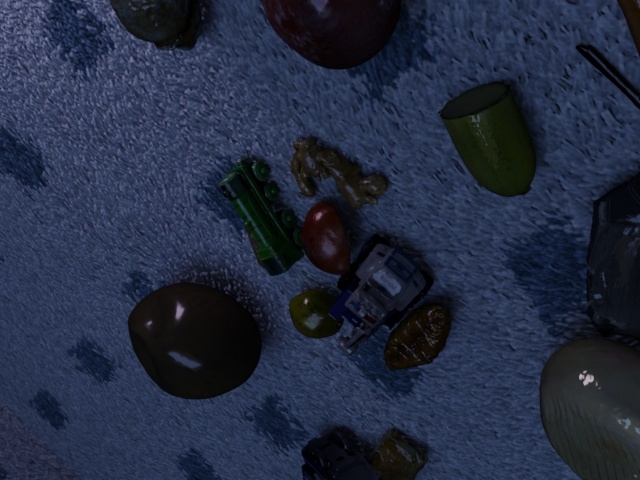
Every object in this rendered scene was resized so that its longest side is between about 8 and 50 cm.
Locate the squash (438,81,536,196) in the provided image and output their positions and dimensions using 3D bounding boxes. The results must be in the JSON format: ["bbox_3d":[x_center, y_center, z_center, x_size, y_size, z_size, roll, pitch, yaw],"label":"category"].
[{"bbox_3d":[0.285,-0.153,1.092,0.123,0.123,0.187,-17,115,39],"label":"squash"}]

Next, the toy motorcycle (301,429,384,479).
[{"bbox_3d":[0.077,0.617,1.673,0.358,0.125,0.213,26,129,53],"label":"toy motorcycle"}]

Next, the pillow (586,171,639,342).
[{"bbox_3d":[0.514,0.035,1.088,0.161,0.092,0.335,7,124,25],"label":"pillow"}]

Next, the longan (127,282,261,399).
[{"bbox_3d":[-0.305,0.235,1.637,0.350,0.288,0.289,18,129,36],"label":"longan"}]

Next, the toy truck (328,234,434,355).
[{"bbox_3d":[0.103,0.114,1.347,0.161,0.177,0.213,40,134,4],"label":"toy truck"}]

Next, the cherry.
[{"bbox_3d":[0.017,-0.383,1.034,0.236,0.285,0.213,35,98,-12],"label":"cherry"}]

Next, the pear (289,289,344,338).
[{"bbox_3d":[-0.008,0.164,1.501,0.131,0.107,0.107,21,130,29],"label":"pear"}]

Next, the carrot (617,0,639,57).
[{"bbox_3d":[0.419,-0.351,0.904,0.067,0.067,0.225,-16,112,39],"label":"carrot"}]

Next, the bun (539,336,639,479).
[{"bbox_3d":[0.545,0.315,1.174,0.361,0.213,0.361,41,160,19],"label":"bun"}]

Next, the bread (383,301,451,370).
[{"bbox_3d":[0.210,0.196,1.403,0.105,0.076,0.233,42,136,8],"label":"bread"}]

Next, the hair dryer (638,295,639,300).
[{"bbox_3d":[0.644,0.179,1.080,0.298,0.119,0.296,5,137,17],"label":"hair dryer"}]

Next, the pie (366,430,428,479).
[{"bbox_3d":[0.173,0.579,1.696,0.128,0.068,0.283,35,130,15],"label":"pie"}]

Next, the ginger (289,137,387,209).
[{"bbox_3d":[0.020,-0.128,1.318,0.193,0.053,0.176,-20,113,41],"label":"ginger"}]

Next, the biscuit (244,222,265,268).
[{"bbox_3d":[-0.129,0.005,1.526,0.071,0.018,0.147,0,121,31],"label":"biscuit"}]

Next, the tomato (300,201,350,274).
[{"bbox_3d":[0.000,0.000,1.361,0.156,0.069,0.156,53,153,42],"label":"tomato"}]

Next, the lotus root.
[{"bbox_3d":[-0.307,-0.505,1.190,0.174,0.175,0.350,10,122,27],"label":"lotus root"}]

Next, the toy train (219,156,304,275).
[{"bbox_3d":[-0.120,-0.050,1.416,0.085,0.119,0.251,-19,110,41],"label":"toy train"}]

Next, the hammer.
[{"bbox_3d":[0.449,-0.232,0.999,0.178,0.021,0.065,44,133,2],"label":"hammer"}]
